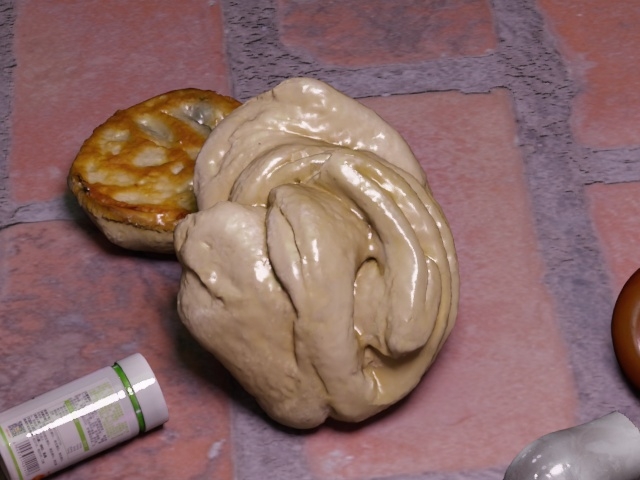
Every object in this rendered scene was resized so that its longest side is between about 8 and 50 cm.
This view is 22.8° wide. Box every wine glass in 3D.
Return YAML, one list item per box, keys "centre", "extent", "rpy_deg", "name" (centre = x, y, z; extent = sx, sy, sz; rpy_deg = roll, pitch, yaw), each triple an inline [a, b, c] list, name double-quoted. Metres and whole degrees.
- centre: [0.238, 0.248, 1.631]
  extent: [0.202, 0.093, 0.093]
  rpy_deg: [-21, 48, -15]
  name: "wine glass"

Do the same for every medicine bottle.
- centre: [-0.265, 0.196, 1.720]
  extent: [0.183, 0.086, 0.086]
  rpy_deg: [-22, 49, -17]
  name: "medicine bottle"

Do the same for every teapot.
- centre: [0.430, 0.095, 1.722]
  extent: [0.252, 0.178, 0.135]
  rpy_deg: [-7, -1, 33]
  name: "teapot"

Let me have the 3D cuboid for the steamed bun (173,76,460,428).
- centre: [0.004, 0.004, 1.751]
  extent: [0.324, 0.230, 0.372]
  rpy_deg: [20, 57, -7]
  name: "steamed bun"

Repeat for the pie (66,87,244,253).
- centre: [-0.159, -0.084, 1.985]
  extent: [0.315, 0.092, 0.315]
  rpy_deg: [0, 42, 0]
  name: "pie"
